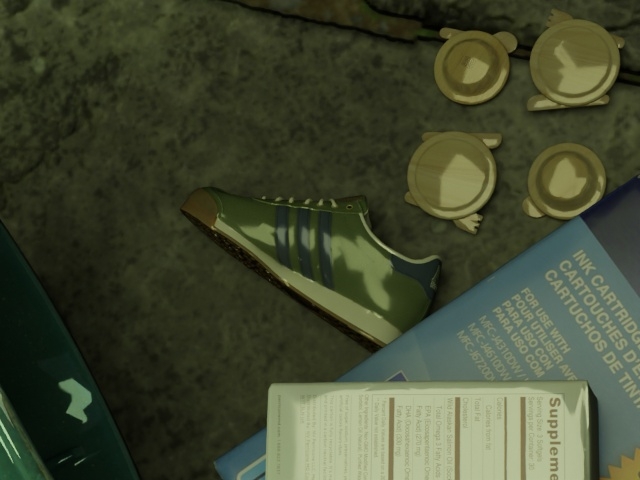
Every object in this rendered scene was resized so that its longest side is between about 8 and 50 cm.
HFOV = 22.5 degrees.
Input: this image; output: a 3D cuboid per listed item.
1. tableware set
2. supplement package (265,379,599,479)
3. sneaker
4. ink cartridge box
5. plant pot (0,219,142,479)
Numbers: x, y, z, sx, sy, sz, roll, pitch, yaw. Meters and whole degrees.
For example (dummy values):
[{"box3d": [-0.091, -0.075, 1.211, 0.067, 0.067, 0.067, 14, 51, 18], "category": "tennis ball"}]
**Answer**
[{"box3d": [0.138, -0.084, 1.144, 0.141, 0.020, 0.168, 7, 82, 16], "category": "tableware set"}, {"box3d": [0.067, 0.136, 0.918, 0.179, 0.105, 0.105, -1, 78, 12], "category": "supplement package"}, {"box3d": [0.000, 0.000, 1.139, 0.192, 0.064, 0.086, 34, 80, 16], "category": "sneaker"}, {"box3d": [0.174, 0.146, 1.027, 0.395, 0.151, 0.270, -34, 74, 2], "category": "ink cartridge box"}, {"box3d": [-0.313, 0.162, 1.005, 0.334, 0.341, 0.341, -27, 75, -2], "category": "plant pot"}]
